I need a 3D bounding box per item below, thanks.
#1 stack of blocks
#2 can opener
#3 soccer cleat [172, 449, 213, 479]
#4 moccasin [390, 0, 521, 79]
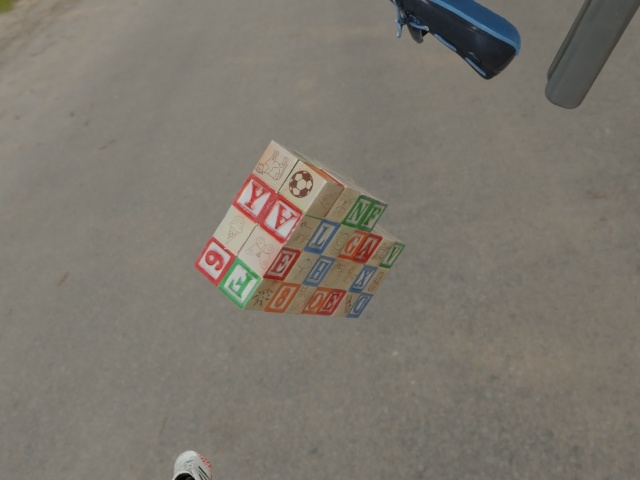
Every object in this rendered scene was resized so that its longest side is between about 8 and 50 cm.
[{"bbox_3d":[0.000,0.000,0.966,0.087,0.171,0.297,38,11,27],"label":"stack of blocks"},{"bbox_3d":[0.293,-0.275,0.814,0.095,0.283,0.076,21,44,2],"label":"can opener"},{"bbox_3d":[-0.095,0.174,0.561,0.029,0.036,0.083,-35,27,-4],"label":"soccer cleat"},{"bbox_3d":[0.203,-0.410,1.434,0.342,0.117,0.138,35,41,3],"label":"moccasin"}]
